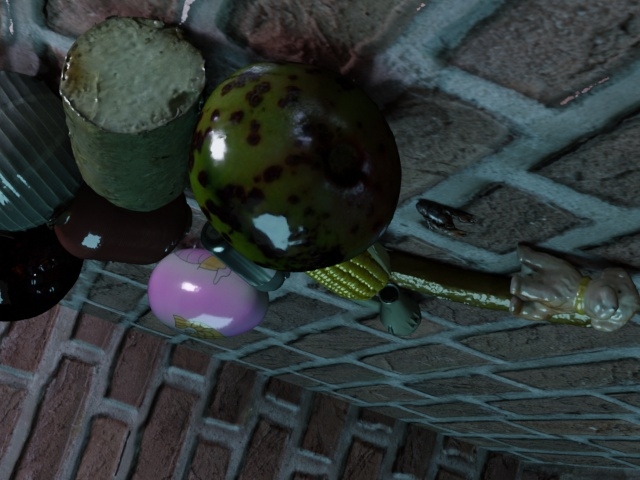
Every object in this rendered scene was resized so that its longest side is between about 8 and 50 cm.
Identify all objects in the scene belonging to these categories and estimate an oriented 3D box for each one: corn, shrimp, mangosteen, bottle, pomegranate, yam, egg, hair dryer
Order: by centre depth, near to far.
[{"bbox_3d":[-0.044,-0.098,1.032,0.242,0.242,0.306,27,-169,-31],"label":"pomegranate"},{"bbox_3d":[-0.224,-0.144,1.096,0.168,0.168,0.304,19,163,-6],"label":"yam"},{"bbox_3d":[0.179,-0.028,1.292,0.092,0.038,0.029,16,165,3],"label":"shrimp"},{"bbox_3d":[-0.001,-0.004,1.423,0.123,0.122,0.305,24,168,45],"label":"corn"},{"bbox_3d":[-0.136,0.029,1.726,0.096,0.079,0.253,-15,152,16],"label":"bottle"},{"bbox_3d":[0.106,0.109,1.759,0.225,0.088,0.219,28,166,1],"label":"hair dryer"},{"bbox_3d":[-0.636,0.020,1.795,0.314,0.296,0.297,-3,157,21],"label":"mangosteen"},{"bbox_3d":[-0.238,0.112,1.895,0.271,0.196,0.196,-3,155,33],"label":"egg"}]

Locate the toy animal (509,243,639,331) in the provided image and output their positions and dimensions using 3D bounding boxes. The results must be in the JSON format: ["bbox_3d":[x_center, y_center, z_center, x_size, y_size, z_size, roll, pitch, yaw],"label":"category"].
[{"bbox_3d":[0.387,0.090,1.366,0.185,0.104,0.184,6,156,17],"label":"toy animal"}]

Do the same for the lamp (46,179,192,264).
[{"bbox_3d":[-0.325,-0.051,1.466,0.258,0.180,0.180,7,174,-44],"label":"lamp"}]

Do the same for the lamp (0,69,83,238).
[{"bbox_3d":[-0.447,-0.119,1.260,0.233,0.233,0.265,26,-171,-29],"label":"lamp"}]

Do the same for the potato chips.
[{"bbox_3d":[0.287,0.084,1.518,0.407,0.057,0.080,12,150,17],"label":"potato chips"}]
